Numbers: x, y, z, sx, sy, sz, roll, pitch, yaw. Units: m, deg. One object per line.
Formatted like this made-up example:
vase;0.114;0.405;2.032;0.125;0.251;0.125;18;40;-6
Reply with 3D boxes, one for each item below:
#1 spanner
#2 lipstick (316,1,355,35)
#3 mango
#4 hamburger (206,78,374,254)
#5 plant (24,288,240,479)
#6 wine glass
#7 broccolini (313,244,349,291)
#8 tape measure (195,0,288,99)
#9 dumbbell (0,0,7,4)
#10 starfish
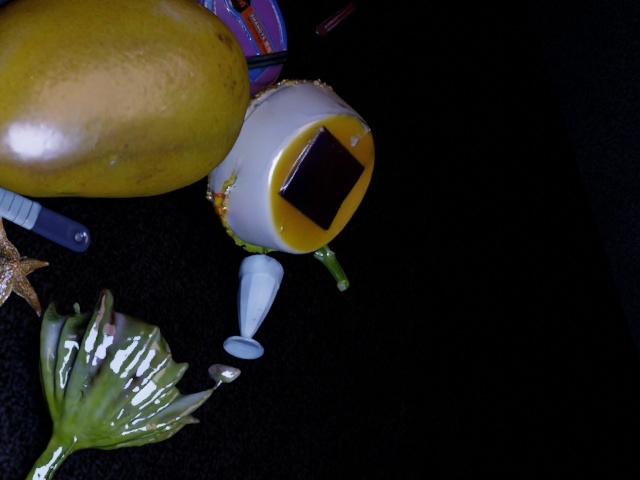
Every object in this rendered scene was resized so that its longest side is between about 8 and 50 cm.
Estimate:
spanner;-0.413;-0.050;1.152;0.316;0.024;0.087;32;51;-44
lipstick;0.035;-0.472;1.972;0.027;0.027;0.176;59;34;-15
mango;-0.283;-0.193;1.225;0.446;0.232;0.300;-27;96;-45
hamburger;-0.053;-0.115;1.474;0.294;0.179;0.276;-59;146;0
plant;-0.274;0.223;1.087;0.251;0.180;0.333;44;44;-16
wine glass;-0.107;0.104;1.453;0.073;0.073;0.155;40;48;-36
broccolini;0.002;-0.002;1.660;0.216;0.058;0.067;58;33;-17
tape measure;-0.170;-0.326;1.520;0.231;0.149;0.245;58;44;-22
dumbbell;-0.395;-0.432;1.184;0.203;0.204;0.322;55;31;-20
starfish;-0.379;0.049;1.129;0.133;0.041;0.130;47;42;-29
